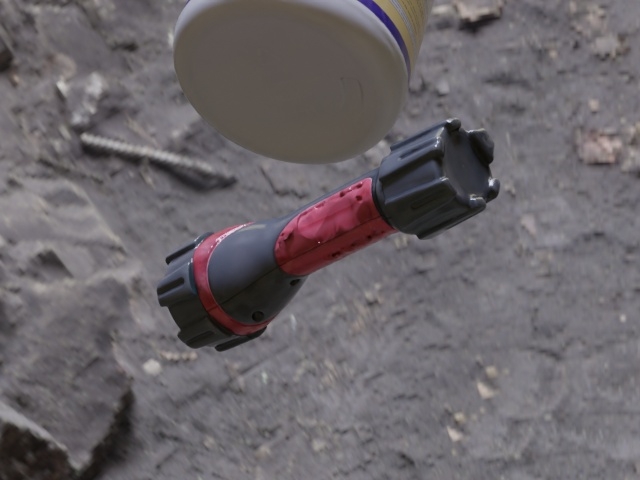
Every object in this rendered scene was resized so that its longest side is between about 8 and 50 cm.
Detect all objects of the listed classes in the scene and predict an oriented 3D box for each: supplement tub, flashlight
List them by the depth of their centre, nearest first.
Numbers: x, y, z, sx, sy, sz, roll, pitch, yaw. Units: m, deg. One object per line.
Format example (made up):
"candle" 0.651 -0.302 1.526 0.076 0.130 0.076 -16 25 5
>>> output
"flashlight" 0.000 0.000 1.226 0.304 0.103 0.103 -26 62 37
"supplement tub" 0.001 -0.271 1.566 0.241 0.241 0.331 6 50 14
